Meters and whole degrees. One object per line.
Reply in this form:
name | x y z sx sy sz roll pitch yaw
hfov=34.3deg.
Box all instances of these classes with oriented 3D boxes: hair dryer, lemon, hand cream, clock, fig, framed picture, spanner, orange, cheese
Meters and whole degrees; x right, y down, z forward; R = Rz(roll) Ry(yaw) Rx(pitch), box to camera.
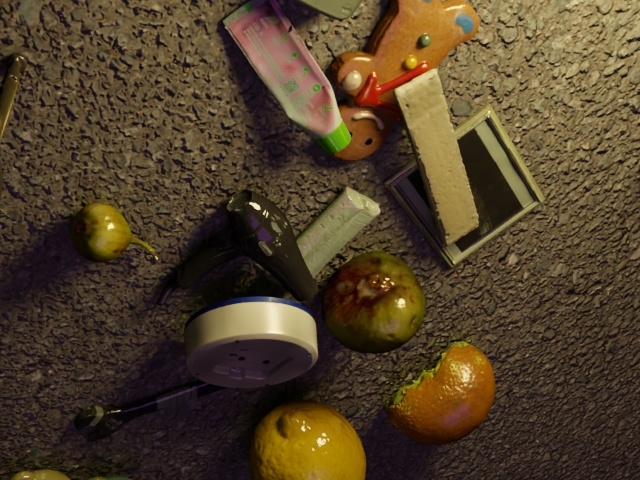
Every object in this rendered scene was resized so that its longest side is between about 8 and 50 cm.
hair dryer | -0.156 0.050 1.735 0.271 0.091 0.235 -24 126 13
lemon | -0.025 0.430 2.013 0.233 0.233 0.288 -23 134 -8
hand cream | -0.042 -0.241 1.546 0.079 0.050 0.275 -48 125 -18
clock | -0.121 0.181 1.798 0.230 0.083 0.230 -3 151 -2
fig | 0.091 0.121 1.846 0.181 0.181 0.191 -12 155 -18
framed picture | 0.268 -0.086 1.870 0.231 0.018 0.293 -37 135 6
fig | -0.325 0.004 1.607 0.093 0.093 0.166 -32 154 1
spanner | -0.293 0.300 1.912 0.315 0.024 0.087 -17 135 -15
orange | 0.259 0.329 2.123 0.237 0.158 0.179 -36 151 3
cheese | 0.202 -0.128 1.744 0.085 0.034 0.400 -28 140 -3

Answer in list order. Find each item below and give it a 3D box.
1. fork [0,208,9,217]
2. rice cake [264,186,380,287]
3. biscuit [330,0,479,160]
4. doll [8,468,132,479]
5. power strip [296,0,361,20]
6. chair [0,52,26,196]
fork | -0.553 0.011 1.533 0.219 0.028 0.034 -34 143 8
rice cake | 0.001 0.000 1.789 0.080 0.042 0.222 32 111 -36
biscuit | 0.115 -0.253 1.631 0.205 0.049 0.324 20 118 -39
doll | -0.464 0.509 1.904 0.260 0.161 0.177 10 103 -36
power strip | 0.028 -0.444 1.410 0.193 0.059 0.265 16 119 -41
chair | -0.525 -0.161 1.123 0.364 0.410 0.362 -25 135 -7
